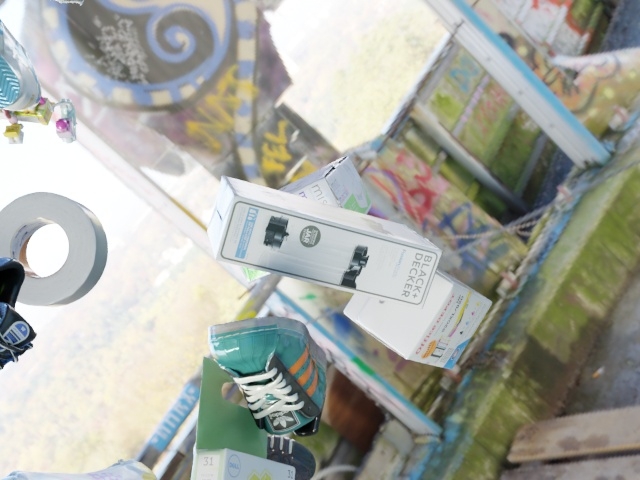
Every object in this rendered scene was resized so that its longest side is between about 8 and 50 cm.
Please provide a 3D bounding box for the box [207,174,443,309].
[{"bbox_3d":[0.000,0.000,1.024,0.169,0.290,0.087,-134,59,-70],"label":"box"}]

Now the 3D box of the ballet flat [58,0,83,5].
[{"bbox_3d":[-0.539,-0.472,1.141,0.147,0.409,0.147,-28,57,52],"label":"ballet flat"}]

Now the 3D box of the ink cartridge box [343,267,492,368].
[{"bbox_3d":[0.196,0.133,1.478,0.168,0.233,0.171,34,95,33],"label":"ink cartridge box"}]

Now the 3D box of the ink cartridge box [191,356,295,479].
[{"bbox_3d":[-0.095,0.282,0.960,0.056,0.171,0.235,-8,63,27],"label":"ink cartridge box"}]

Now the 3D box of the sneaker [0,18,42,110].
[{"bbox_3d":[-0.475,-0.282,1.048,0.087,0.228,0.092,-27,0,8],"label":"sneaker"}]

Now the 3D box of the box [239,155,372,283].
[{"bbox_3d":[-0.039,-0.050,1.463,0.231,0.127,0.262,-25,8,16],"label":"box"}]

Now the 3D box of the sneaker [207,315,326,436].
[{"bbox_3d":[-0.052,0.182,0.961,0.108,0.302,0.121,-13,65,15],"label":"sneaker"}]

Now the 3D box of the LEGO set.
[{"bbox_3d":[-0.537,-0.200,1.177,0.287,0.132,0.107,-14,-25,-8],"label":"LEGO set"}]

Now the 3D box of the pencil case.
[{"bbox_3d":[-0.355,0.394,1.101,0.113,0.273,0.124,-2,79,28],"label":"pencil case"}]

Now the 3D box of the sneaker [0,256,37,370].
[{"bbox_3d":[-0.482,0.147,1.026,0.147,0.130,0.330,-9,54,5],"label":"sneaker"}]

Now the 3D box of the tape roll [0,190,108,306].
[{"bbox_3d":[-0.527,0.018,1.442,0.219,0.219,0.072,-48,-7,-4],"label":"tape roll"}]

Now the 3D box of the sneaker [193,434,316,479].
[{"bbox_3d":[-0.157,0.493,1.741,0.162,0.281,0.106,143,141,-74],"label":"sneaker"}]
